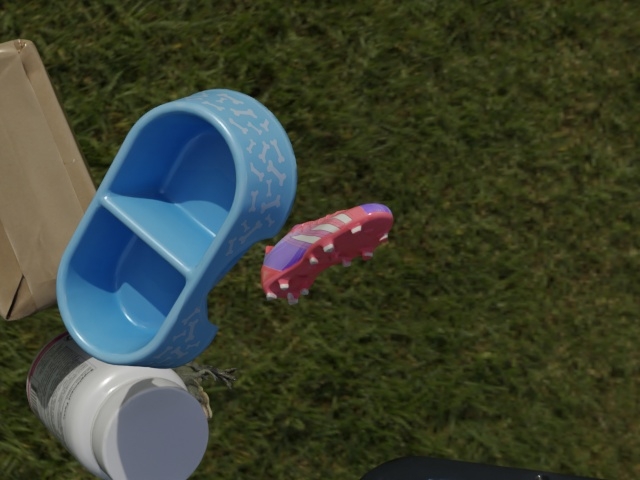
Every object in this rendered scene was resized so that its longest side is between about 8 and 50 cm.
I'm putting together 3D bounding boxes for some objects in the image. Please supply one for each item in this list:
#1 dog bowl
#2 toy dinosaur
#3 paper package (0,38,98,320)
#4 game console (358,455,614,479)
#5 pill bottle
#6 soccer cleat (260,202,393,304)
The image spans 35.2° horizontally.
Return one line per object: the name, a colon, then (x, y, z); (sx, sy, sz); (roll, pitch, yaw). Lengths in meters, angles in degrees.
dog bowl: (-0.145, -0.006, 0.951); (0.297, 0.166, 0.074); (-57, 161, 18)
toy dinosaur: (-0.214, 0.215, 1.638); (0.118, 0.268, 0.064); (13, 99, -37)
paper package: (-0.383, -0.073, 1.311); (0.168, 0.325, 0.309); (-23, 96, -11)
game console: (0.146, 0.331, 0.848); (0.342, 0.387, 0.060); (-50, 129, -45)
pill bottle: (-0.263, 0.215, 1.299); (0.160, 0.283, 0.160); (-6, 102, -31)
soccer cleat: (0.000, 0.000, 1.347); (0.083, 0.248, 0.095); (13, 55, -35)
